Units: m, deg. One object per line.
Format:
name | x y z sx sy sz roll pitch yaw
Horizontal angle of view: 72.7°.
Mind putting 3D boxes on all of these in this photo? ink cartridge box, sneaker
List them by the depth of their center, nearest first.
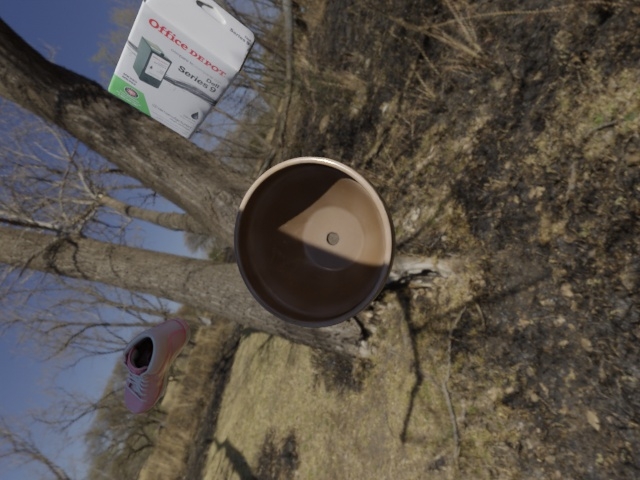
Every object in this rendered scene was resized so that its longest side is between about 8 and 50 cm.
sneaker | -0.210 0.153 0.510 0.134 0.051 0.070 -59 -14 11
ink cartridge box | -0.306 -0.382 0.942 0.289 0.211 0.121 -27 40 49

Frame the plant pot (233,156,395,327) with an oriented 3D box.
plant pot | 0.000 0.000 0.643 0.237 0.237 0.110 -65 -18 14
